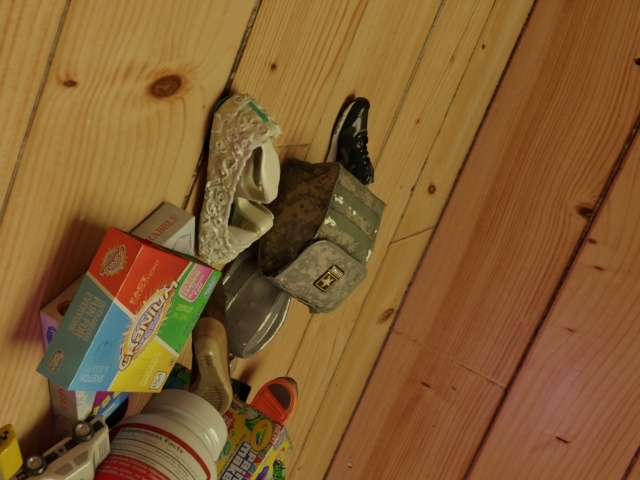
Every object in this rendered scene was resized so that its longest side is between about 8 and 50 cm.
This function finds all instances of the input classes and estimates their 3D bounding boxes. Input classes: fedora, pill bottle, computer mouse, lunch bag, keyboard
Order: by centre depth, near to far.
[{"bbox_3d":[-0.327,0.463,1.766,0.408,0.229,0.229,-58,165,-50],"label":"pill bottle"},{"bbox_3d":[-0.428,0.355,1.792,0.242,0.041,0.071,-45,156,-43],"label":"computer mouse"},{"bbox_3d":[0.000,0.000,2.113,0.235,0.169,0.287,37,66,-52],"label":"lunch bag"},{"bbox_3d":[-0.147,0.147,2.147,0.275,0.124,0.244,-58,162,-14],"label":"fedora"},{"bbox_3d":[-0.224,0.405,2.477,0.108,0.023,0.180,-66,162,-10],"label":"keyboard"}]

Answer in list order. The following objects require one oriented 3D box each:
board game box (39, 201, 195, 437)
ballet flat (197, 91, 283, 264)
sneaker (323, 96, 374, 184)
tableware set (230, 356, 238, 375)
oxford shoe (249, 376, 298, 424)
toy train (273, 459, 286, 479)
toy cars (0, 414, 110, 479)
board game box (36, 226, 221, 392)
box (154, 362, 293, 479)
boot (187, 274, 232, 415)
[{"bbox_3d":[-0.338,0.143,1.694,0.319,0.066,0.318,-48,157,-40],"label":"board game box"},{"bbox_3d":[-0.146,-0.081,1.810,0.147,0.147,0.409,-48,158,-40],"label":"ballet flat"},{"bbox_3d":[0.085,-0.193,2.310,0.107,0.124,0.283,-31,144,-60],"label":"sneaker"},{"bbox_3d":[-0.230,0.292,2.297,0.168,0.020,0.141,-40,154,-53],"label":"tableware set"},{"bbox_3d":[-0.175,0.499,2.521,0.364,0.130,0.133,-48,174,9],"label":"oxford shoe"},{"bbox_3d":[-0.084,0.484,2.053,0.017,0.023,0.083,-50,159,-35],"label":"toy train"},{"bbox_3d":[-0.462,0.373,1.538,0.176,0.087,0.393,-57,154,12],"label":"toy cars"},{"bbox_3d":[-0.293,0.122,1.572,0.242,0.064,0.316,-63,162,-1],"label":"board game box"},{"bbox_3d":[-0.253,0.463,2.050,0.290,0.279,0.177,-57,162,-21],"label":"box"},{"bbox_3d":[-0.212,0.213,1.970,0.207,0.090,0.248,-87,-179,-46],"label":"boot"}]
